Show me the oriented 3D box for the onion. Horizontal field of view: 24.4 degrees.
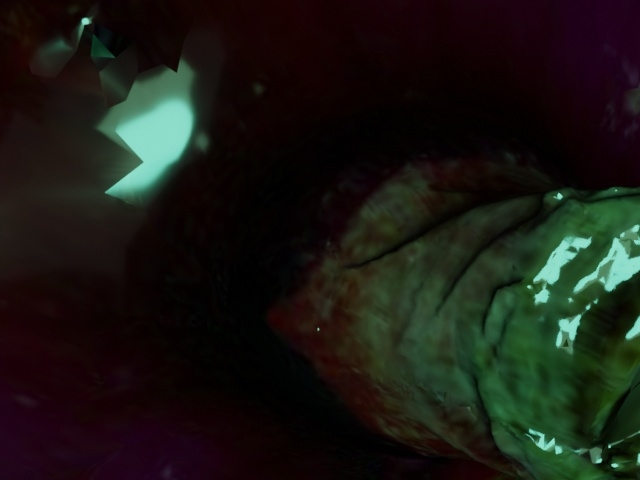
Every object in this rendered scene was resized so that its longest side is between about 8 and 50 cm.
[{"bbox_3d":[0.000,0.000,0.557,0.398,0.420,0.398,-15,122,-26],"label":"onion"}]
